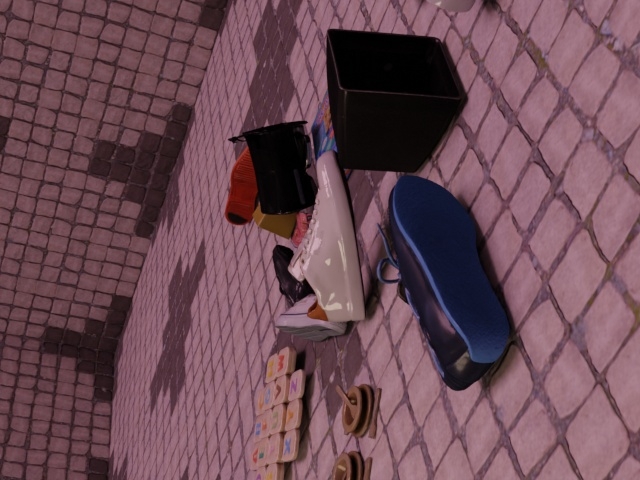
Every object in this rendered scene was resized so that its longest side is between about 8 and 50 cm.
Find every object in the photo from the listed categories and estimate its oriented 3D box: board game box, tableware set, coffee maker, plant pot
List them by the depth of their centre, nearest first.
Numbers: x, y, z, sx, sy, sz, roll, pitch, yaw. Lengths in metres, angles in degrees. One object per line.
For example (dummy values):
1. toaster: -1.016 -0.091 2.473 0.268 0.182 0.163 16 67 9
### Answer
1. plant pot: 0.100 -0.210 1.534 0.188 0.188 0.167 -100 15 -50
2. tableware set: 0.043 0.322 1.541 0.128 0.039 0.194 156 124 -68
3. board game box: 0.036 -0.218 1.924 0.210 0.047 0.160 -97 26 -46
4. coffee maker: -0.094 -0.143 1.981 0.120 0.171 0.178 -154 52 -72
5. plant pot: -0.094 -0.065 2.170 0.083 0.081 0.081 -62 21 14

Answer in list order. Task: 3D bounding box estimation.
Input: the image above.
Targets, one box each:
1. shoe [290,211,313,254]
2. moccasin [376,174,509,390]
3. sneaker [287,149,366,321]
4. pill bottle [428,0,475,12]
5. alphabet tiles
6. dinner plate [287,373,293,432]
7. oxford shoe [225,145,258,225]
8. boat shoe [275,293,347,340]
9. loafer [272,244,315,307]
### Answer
1. shoe: -0.022 -0.012 1.928 0.178 0.064 0.081 -149 67 -76
2. moccasin: 0.140 0.048 1.281 0.342 0.138 0.116 -97 22 -49
3. sneaker: 0.000 0.000 1.590 0.106 0.123 0.290 -72 -24 -77
4. pill bottle: 0.223 -0.453 1.368 0.136 0.136 0.245 -97 27 -47
5. alphabet tiles: -0.090 0.356 1.904 0.278 0.021 0.284 141 138 -64
6. dinner plate: -0.063 0.329 1.898 0.141 0.017 0.141 -166 90 -73
7. oxford shoe: -0.189 -0.169 2.507 0.098 0.097 0.271 -89 20 -50
8. boat shoe: -0.006 0.136 1.785 0.226 0.083 0.075 -9 57 59
9. loafer: -0.061 0.074 1.968 0.078 0.076 0.223 -64 24 15
